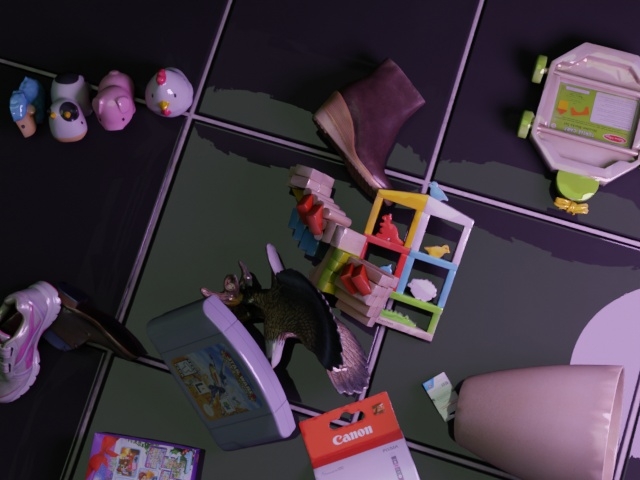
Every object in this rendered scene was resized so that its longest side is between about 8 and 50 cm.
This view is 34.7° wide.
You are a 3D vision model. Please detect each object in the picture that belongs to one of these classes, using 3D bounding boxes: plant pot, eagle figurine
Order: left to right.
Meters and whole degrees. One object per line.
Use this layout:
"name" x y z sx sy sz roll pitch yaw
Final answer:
"eagle figurine" -0.044 0.154 1.905 0.298 0.226 0.225 14 115 23
"plant pot" 0.389 0.331 1.844 0.274 0.256 0.256 7 80 21

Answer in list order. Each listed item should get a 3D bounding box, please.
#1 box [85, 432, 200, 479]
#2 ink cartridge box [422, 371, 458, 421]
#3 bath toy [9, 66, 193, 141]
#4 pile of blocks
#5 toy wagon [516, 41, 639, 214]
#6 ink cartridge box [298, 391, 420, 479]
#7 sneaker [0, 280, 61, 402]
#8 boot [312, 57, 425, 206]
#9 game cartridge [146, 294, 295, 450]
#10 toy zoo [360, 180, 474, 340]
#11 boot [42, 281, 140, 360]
"box" -0.353 0.523 1.932 0.201 0.057 0.293 9 81 4
"ink cartridge box" 0.235 0.298 1.950 0.048 0.028 0.083 -29 79 -2
"bath toy" -0.431 -0.280 2.046 0.348 0.129 0.151 -6 79 2
"pile of blocks" 0.000 0.000 1.932 0.149 0.113 0.362 -41 60 17
"toy wagon" 0.523 -0.213 2.005 0.267 0.068 0.344 16 82 6
"ink cartridge box" 0.078 0.425 1.926 0.189 0.066 0.232 -20 83 0
"sneaker" -0.595 0.194 1.954 0.103 0.111 0.252 24 99 26
"boot" 0.128 -0.216 2.020 0.207 0.090 0.248 -36 87 -9
"game cartridge" -0.177 0.248 1.877 0.062 0.198 0.297 -41 104 -44
"toy zoo" 0.170 0.025 1.960 0.192 0.030 0.293 19 99 6
"boot" -0.455 0.187 2.001 0.219 0.082 0.106 39 101 11
